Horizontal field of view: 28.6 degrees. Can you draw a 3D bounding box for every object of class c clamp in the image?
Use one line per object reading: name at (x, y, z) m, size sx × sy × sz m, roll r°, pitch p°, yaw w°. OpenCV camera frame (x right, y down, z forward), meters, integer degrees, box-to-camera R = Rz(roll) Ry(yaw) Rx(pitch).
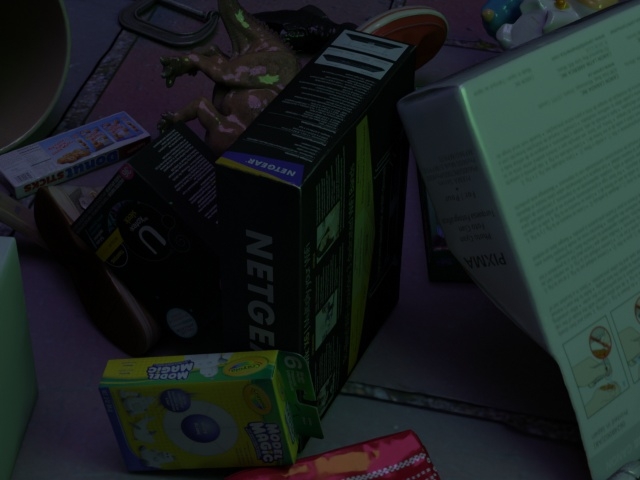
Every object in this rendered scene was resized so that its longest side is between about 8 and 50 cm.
c clamp at (-0.203, -0.315, 1.725) m, size 0.161 × 0.022 × 0.137 m, roll 29°, pitch 46°, yaw 28°

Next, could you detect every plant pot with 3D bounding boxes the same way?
plant pot at (-0.472, -0.250, 1.487) m, size 0.256 × 0.256 × 0.274 m, roll -25°, pitch 32°, yaw -29°

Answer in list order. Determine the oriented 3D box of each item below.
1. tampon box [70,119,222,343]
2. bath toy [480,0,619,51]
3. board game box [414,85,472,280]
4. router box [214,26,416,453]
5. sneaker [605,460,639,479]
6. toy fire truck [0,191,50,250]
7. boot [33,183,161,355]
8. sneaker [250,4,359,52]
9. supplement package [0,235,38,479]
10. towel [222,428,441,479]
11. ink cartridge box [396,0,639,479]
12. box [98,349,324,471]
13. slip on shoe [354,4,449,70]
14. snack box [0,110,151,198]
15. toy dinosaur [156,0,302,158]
tampon box at (-0.131, -0.008, 1.200) m, size 0.161 × 0.120 × 0.101 m, roll 45°, pitch 40°, yaw -3°
bath toy at (0.328, -0.209, 1.494) m, size 0.151 × 0.129 × 0.348 m, roll -43°, pitch 40°, yaw 14°
board game box at (0.220, -0.071, 1.444) m, size 0.213 × 0.046 × 0.317 m, roll 3°, pitch 40°, yaw -2°
router box at (0.000, 0.000, 1.142) m, size 0.081 × 0.309 × 0.243 m, roll 17°, pitch 41°, yaw 19°
sneaker at (0.241, 0.308, 0.958) m, size 0.180 × 0.124 × 0.321 m, roll 39°, pitch 36°, yaw 9°
toy fire truck at (-0.392, 0.000, 1.265) m, size 0.246 × 0.158 × 0.217 m, roll -11°, pitch 41°, yaw -1°
boot at (-0.179, 0.012, 1.295) m, size 0.165 × 0.077 × 0.213 m, roll -16°, pitch 57°, yaw -38°
sneaker at (-0.018, -0.269, 1.664) m, size 0.089 × 0.051 × 0.170 m, roll -26°, pitch 43°, yaw -30°
supplement package at (-0.398, 0.122, 1.056) m, size 0.263 × 0.198 × 0.199 m, roll 4°, pitch 39°, yaw 2°
towel at (0.040, 0.280, 1.029) m, size 0.199 × 0.031 × 0.275 m, roll -11°, pitch 42°, yaw -15°
ink cartridge box at (0.263, -0.007, 1.184) m, size 0.308 × 0.385 × 0.091 m, roll -27°, pitch 12°, yaw -36°
box at (-0.092, 0.149, 1.089) m, size 0.179 × 0.105 × 0.043 m, roll -6°, pitch 34°, yaw 10°
slip on shoe at (0.045, -0.179, 1.513) m, size 0.101 × 0.123 × 0.331 m, roll 39°, pitch 56°, yaw 24°
snack box at (-0.290, -0.102, 1.466) m, size 0.178 × 0.022 × 0.064 m, roll -25°, pitch 47°, yaw -29°
toy dinosaur at (-0.061, -0.139, 1.356) m, size 0.200 × 0.127 × 0.295 m, roll 0°, pitch 80°, yaw 13°
